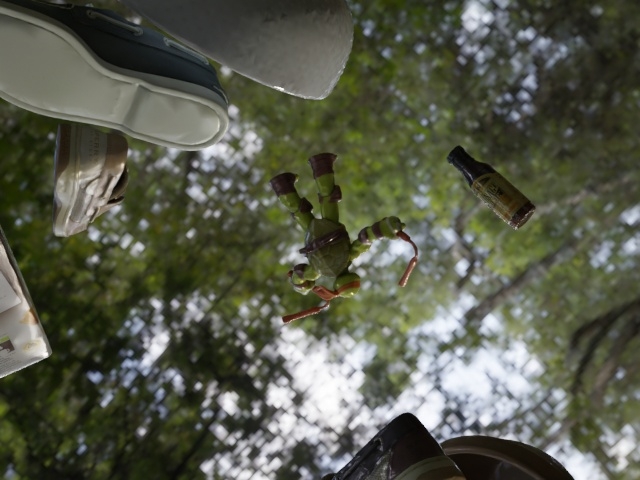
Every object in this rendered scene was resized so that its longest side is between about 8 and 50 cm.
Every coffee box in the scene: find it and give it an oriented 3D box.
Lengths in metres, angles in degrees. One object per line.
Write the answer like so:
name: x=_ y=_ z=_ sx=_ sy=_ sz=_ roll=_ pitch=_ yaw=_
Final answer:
coffee box: x=-0.369 y=0.025 z=1.392 sx=0.141 sy=0.098 sz=0.246 roll=60 pitch=166 yaw=31

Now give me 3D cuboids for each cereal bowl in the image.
cereal bowl: x=-0.100 y=-0.305 z=1.519 sx=0.339 sy=0.141 sz=0.339 roll=29 pitch=-163 yaw=-10

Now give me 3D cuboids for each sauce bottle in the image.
sauce bottle: x=0.212 y=-0.069 z=1.681 sx=0.128 sy=0.042 sz=0.042 roll=42 pitch=-156 yaw=18

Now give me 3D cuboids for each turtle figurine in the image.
turtle figurine: x=0.000 y=0.000 z=1.903 sx=0.087 sy=0.269 sz=0.217 roll=-11 pitch=-105 yaw=-50

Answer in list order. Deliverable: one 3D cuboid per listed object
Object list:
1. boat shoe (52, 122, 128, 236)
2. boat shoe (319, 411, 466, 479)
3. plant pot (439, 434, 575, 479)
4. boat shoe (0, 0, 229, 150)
boat shoe: x=-0.344 y=-0.079 z=2.008 sx=0.110 sy=0.341 sz=0.122 roll=2 pitch=-103 yaw=-11
boat shoe: x=0.030 y=0.264 z=1.283 sx=0.102 sy=0.285 sz=0.092 roll=2 pitch=-128 yaw=-37
plant pot: x=0.214 y=0.304 z=1.482 sx=0.237 sy=0.237 sz=0.109 roll=46 pitch=-137 yaw=7
boat shoe: x=-0.245 y=-0.193 z=1.414 sx=0.319 sy=0.116 sz=0.099 roll=20 pitch=-138 yaw=-23
